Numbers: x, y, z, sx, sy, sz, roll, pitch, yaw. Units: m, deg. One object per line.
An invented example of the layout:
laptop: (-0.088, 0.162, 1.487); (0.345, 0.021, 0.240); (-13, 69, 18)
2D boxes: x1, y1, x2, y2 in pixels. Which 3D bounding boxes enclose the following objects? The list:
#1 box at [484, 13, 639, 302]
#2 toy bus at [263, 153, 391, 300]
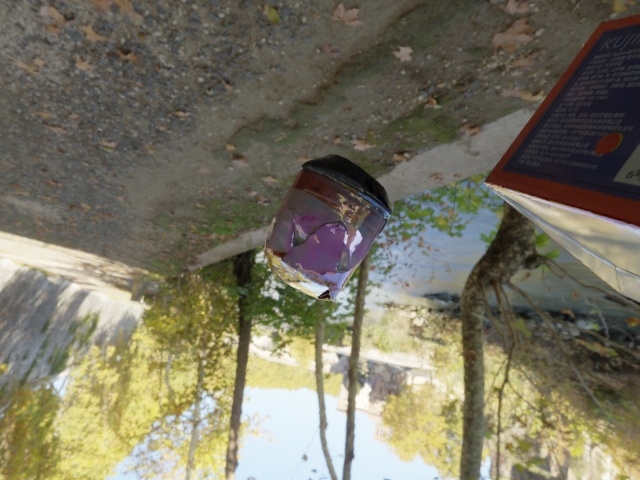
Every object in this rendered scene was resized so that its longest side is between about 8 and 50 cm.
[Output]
box: (0.430, -0.051, 0.437); (0.318, 0.257, 0.349); (31, -172, -18)
toy bus: (0.000, 0.000, 0.624); (0.127, 0.147, 0.303); (30, 170, 0)
